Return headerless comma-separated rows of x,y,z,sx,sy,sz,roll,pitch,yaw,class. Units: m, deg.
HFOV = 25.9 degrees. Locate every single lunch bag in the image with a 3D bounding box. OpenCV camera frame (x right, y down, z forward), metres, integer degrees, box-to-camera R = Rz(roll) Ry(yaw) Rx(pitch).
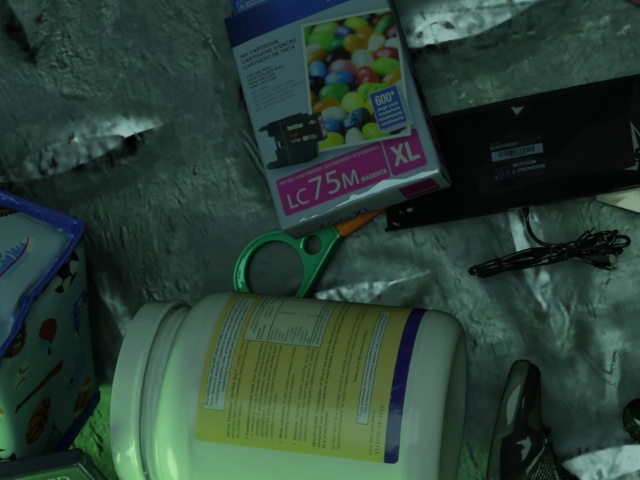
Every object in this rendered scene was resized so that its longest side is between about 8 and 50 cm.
-0.443,0.076,1.471,0.386,0.327,0.239,18,50,11,lunch bag

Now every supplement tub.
-0.026,0.177,1.436,0.332,0.241,0.241,5,88,12,supplement tub

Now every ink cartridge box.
0.009,-0.176,1.514,0.186,0.065,0.311,-20,70,13,ink cartridge box

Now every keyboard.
0.218,-0.053,1.479,0.317,0.033,0.201,-10,78,22,keyboard

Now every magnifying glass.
0.000,0.000,1.534,0.231,0.026,0.092,-35,73,14,magnifying glass

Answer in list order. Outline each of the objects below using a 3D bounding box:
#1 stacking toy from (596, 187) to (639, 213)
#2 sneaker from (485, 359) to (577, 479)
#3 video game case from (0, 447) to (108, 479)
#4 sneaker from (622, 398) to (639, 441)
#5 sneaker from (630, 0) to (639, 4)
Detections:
0.453,-0.066,1.403,0.279,0.130,0.309,37,94,11,stacking toy
0.239,0.240,1.457,0.130,0.087,0.227,4,91,11,sneaker
-0.290,0.312,1.486,0.196,0.274,0.026,-13,50,11,video game case
0.455,0.183,1.418,0.283,0.107,0.124,13,75,9,sneaker
0.396,-0.308,1.466,0.170,0.075,0.063,-34,98,31,sneaker
